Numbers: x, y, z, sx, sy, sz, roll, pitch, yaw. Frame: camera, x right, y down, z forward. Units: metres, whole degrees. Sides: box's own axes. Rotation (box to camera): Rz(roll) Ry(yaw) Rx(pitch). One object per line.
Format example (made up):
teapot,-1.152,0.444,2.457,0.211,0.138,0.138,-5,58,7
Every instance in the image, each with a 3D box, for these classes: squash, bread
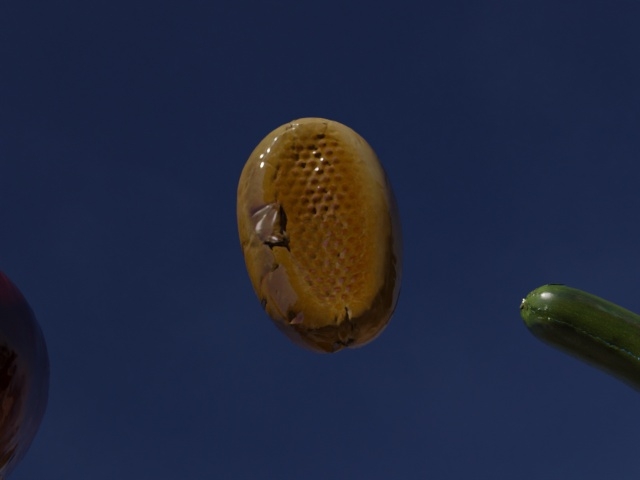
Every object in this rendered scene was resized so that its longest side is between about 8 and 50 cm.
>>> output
squash,0.383,0.141,1.637,0.087,0.331,0.087,-50,-21,-28
bread,0.000,0.000,0.997,0.114,0.189,0.077,-3,-28,-11

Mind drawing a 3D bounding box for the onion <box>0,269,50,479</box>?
onion,-0.439,0.125,1.383,0.341,0.341,0.341,-18,-46,-19
